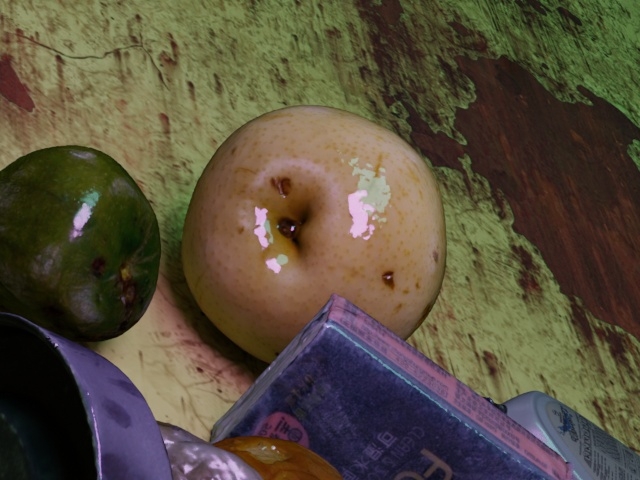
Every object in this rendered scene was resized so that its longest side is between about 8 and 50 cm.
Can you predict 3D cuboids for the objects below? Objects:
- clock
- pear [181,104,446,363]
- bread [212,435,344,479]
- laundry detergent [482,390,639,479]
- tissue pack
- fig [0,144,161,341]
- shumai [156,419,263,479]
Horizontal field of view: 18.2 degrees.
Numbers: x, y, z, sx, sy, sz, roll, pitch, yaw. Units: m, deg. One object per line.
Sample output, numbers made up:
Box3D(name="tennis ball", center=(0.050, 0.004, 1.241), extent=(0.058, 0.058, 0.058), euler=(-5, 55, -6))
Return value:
Box3D(name="clock", center=(-0.245, 0.241, 1.374), extent=(0.076, 0.386, 0.386), euler=(22, 33, -41))
Box3D(name="pear", center=(0.000, 0.000, 2.235), extent=(0.309, 0.309, 0.309), euler=(30, 30, -20))
Box3D(name="bread", center=(-0.041, 0.306, 1.895), extent=(0.270, 0.148, 0.270), euler=(30, 30, -19))
Box3D(name="laundry detergent", center=(0.273, 0.275, 2.373), extent=(0.280, 0.105, 0.215), euler=(34, 31, -17))
Box3D(name="tissue pack", center=(0.069, 0.226, 2.060), extent=(0.316, 0.228, 0.103), euler=(36, 28, -10))
Box3D(name="fig", center=(-0.296, -0.002, 2.050), extent=(0.235, 0.203, 0.203), euler=(7, 18, 24))
Box3D(name="shumai", center=(-0.186, 0.317, 1.639), extent=(0.309, 0.263, 0.304), euler=(16, 61, 9))
